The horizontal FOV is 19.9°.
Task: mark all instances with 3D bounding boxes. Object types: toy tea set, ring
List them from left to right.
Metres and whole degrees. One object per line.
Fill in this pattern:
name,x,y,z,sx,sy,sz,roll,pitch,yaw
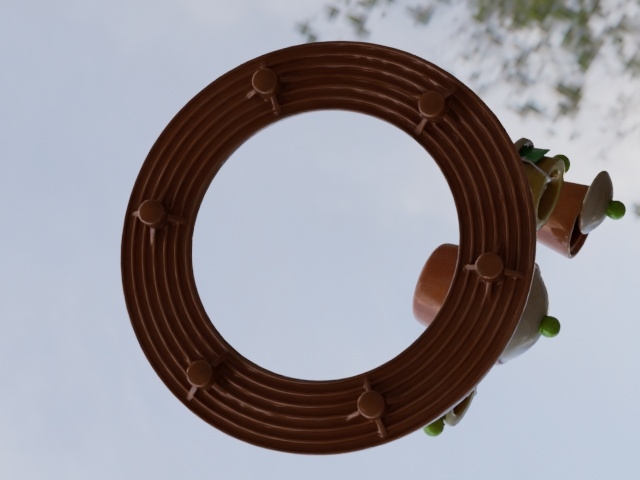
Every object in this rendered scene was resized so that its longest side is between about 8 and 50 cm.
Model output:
ring,0.000,0.000,1.426,0.336,0.336,0.032,44,-179,18
toy tea set,0.197,0.031,1.657,0.124,0.200,0.336,21,-129,22
